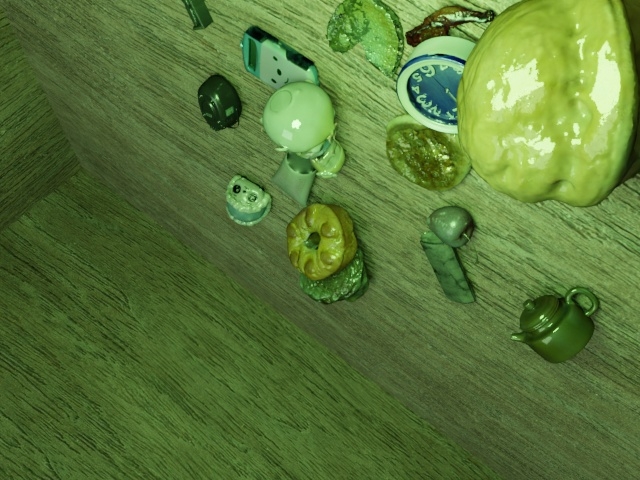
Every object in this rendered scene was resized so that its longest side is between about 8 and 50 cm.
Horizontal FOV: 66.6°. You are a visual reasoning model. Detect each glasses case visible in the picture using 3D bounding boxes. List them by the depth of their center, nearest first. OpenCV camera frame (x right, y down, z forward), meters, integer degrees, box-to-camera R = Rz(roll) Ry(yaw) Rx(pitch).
[{"bbox_3d":[0.440,0.096,1.663,0.114,0.060,0.299,8,139,47],"label":"glasses case"}]

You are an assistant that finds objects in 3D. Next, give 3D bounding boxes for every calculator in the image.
[{"bbox_3d":[-0.124,-0.517,1.450,0.293,0.051,0.173,35,154,9],"label":"calculator"}]

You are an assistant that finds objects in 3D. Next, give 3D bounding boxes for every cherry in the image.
[{"bbox_3d":[0.400,-0.024,1.478,0.148,0.115,0.188,0,142,26],"label":"cherry"}]

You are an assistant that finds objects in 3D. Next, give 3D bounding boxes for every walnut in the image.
[{"bbox_3d":[0.420,-0.246,0.861,0.383,0.383,0.384,30,152,18],"label":"walnut"}]

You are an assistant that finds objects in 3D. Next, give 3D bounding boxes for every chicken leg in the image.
[{"bbox_3d":[0.266,-0.460,1.045,0.093,0.053,0.205,27,169,-29],"label":"chicken leg"}]

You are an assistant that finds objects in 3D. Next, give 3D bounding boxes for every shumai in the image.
[{"bbox_3d":[0.097,0.130,2.074,0.309,0.304,0.263,21,-178,37],"label":"shumai"}]

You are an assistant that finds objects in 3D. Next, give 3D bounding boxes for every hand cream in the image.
[{"bbox_3d":[-0.092,-0.235,1.804,0.185,0.118,0.359,36,161,-2],"label":"hand cream"}]

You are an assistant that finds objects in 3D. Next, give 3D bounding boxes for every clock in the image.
[{"bbox_3d":[0.291,-0.348,1.108,0.230,0.083,0.230,22,158,10],"label":"clock"}]

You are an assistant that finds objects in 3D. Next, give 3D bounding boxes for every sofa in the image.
[{"bbox_3d":[-0.401,-0.719,1.484,0.085,0.060,0.147,17,146,38],"label":"sofa"}]

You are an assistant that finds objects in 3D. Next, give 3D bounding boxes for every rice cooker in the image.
[{"bbox_3d":[-0.358,-0.482,1.728,0.142,0.118,0.203,26,147,25],"label":"rice cooker"}]

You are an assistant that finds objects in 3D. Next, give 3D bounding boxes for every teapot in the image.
[{"bbox_3d":[0.684,0.233,1.440,0.175,0.185,0.268,41,116,-1],"label":"teapot"}]

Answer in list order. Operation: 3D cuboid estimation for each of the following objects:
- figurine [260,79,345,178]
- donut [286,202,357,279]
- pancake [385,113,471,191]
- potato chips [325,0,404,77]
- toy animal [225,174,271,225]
[{"bbox_3d":[-0.043,-0.316,1.474,0.274,0.227,0.394,20,171,31],"label":"figurine"},{"bbox_3d":[0.000,0.000,1.865,0.317,0.150,0.299,26,117,45],"label":"donut"},{"bbox_3d":[0.293,-0.241,1.350,0.282,0.049,0.282,32,156,16],"label":"pancake"},{"bbox_3d":[0.108,-0.505,1.206,0.220,0.029,0.202,19,147,30],"label":"potato chips"},{"bbox_3d":[-0.333,-0.169,2.143,0.208,0.156,0.204,33,157,6],"label":"toy animal"}]
